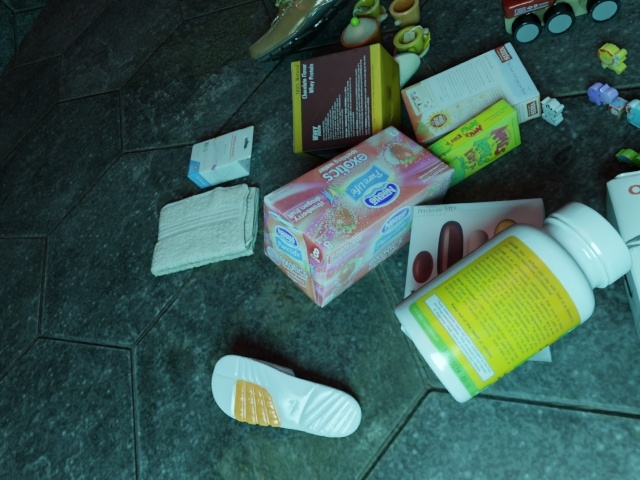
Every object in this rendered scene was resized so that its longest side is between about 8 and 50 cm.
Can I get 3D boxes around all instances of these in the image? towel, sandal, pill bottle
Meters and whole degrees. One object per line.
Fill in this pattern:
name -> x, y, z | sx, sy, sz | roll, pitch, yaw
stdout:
towel -> -0.271, -0.027, 1.129 | 0.282, 0.049, 0.187 | -14, 56, 20
sandal -> -0.059, 0.272, 0.836 | 0.265, 0.076, 0.102 | 14, 83, 11
pill bottle -> 0.223, 0.066, 0.572 | 0.245, 0.136, 0.136 | -36, 52, 5

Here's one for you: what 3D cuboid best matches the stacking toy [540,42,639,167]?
stacking toy -> 0.522, -0.237, 0.838 | 0.167, 0.052, 0.221 | -41, 53, 1

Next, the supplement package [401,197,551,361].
supplement package -> 0.243, 0.063, 0.745 | 0.194, 0.149, 0.203 | -3, 63, 26

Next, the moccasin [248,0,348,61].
moccasin -> -0.049, -0.604, 1.244 | 0.380, 0.139, 0.147 | -34, 94, 34

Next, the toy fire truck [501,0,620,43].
toy fire truck -> 0.454, -0.546, 0.930 | 0.217, 0.246, 0.159 | -8, 59, 23

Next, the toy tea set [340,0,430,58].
toy tea set -> 0.150, -0.565, 1.176 | 0.200, 0.124, 0.336 | -11, 58, 22

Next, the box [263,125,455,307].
box -> 0.065, -0.048, 0.819 | 0.300, 0.142, 0.154 | -33, 61, -28

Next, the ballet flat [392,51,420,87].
ballet flat -> 0.112, -0.332, 1.092 | 0.248, 0.086, 0.086 | -20, 55, 24

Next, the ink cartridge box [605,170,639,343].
ink cartridge box -> 0.517, 0.035, 0.641 | 0.197, 0.114, 0.273 | -10, 59, 23

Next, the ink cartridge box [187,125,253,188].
ink cartridge box -> -0.232, -0.205, 1.204 | 0.181, 0.061, 0.104 | -12, 58, 21

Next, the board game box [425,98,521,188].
board game box -> 0.276, -0.169, 0.900 | 0.181, 0.092, 0.043 | -32, 52, 7

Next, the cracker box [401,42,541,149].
cracker box -> 0.294, -0.275, 0.969 | 0.232, 0.067, 0.156 | -20, 56, 17

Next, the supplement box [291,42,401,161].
supplement box -> 0.055, -0.275, 1.008 | 0.194, 0.129, 0.191 | -2, 89, 26
